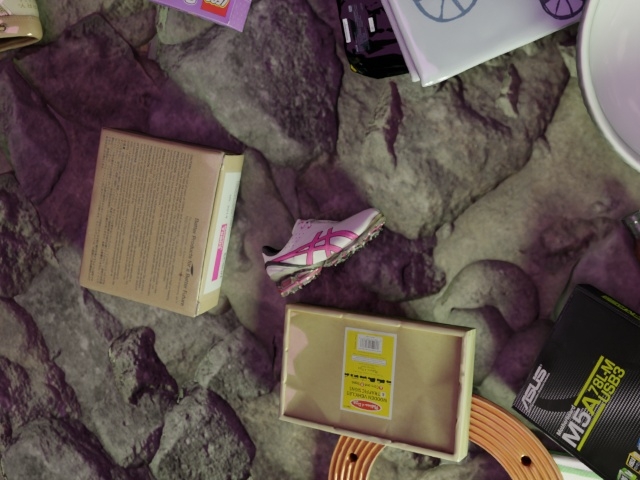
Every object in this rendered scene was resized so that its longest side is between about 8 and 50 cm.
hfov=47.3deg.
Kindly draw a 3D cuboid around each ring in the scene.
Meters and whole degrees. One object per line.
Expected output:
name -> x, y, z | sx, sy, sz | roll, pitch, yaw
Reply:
ring -> 0.167, 0.358, 0.985 | 0.336, 0.032, 0.337 | 4, 98, 26

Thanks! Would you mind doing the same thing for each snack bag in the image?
snack bag -> 0.214, -0.393, 0.878 | 0.342, 0.037, 0.323 | -23, 89, 0

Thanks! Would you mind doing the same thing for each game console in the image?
game console -> 0.114, -0.401, 0.938 | 0.213, 0.044, 0.362 | -8, 94, 15

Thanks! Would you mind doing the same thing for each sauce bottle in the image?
sauce bottle -> 0.413, 0.024, 0.897 | 0.042, 0.042, 0.128 | -30, 89, 16

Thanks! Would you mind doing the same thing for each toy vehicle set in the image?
toy vehicle set -> 0.069, 0.181, 0.978 | 0.266, 0.035, 0.166 | 6, 94, 28

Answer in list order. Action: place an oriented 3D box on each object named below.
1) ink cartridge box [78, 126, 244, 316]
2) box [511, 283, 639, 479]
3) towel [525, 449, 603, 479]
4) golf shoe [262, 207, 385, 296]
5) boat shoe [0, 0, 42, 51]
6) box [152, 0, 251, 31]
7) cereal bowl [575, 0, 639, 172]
ink cartridge box -> -0.228, -0.030, 1.047 | 0.193, 0.088, 0.235 | 14, 99, 12
box -> 0.348, 0.178, 0.878 | 0.184, 0.045, 0.191 | 37, 115, 36
towel -> 0.365, 0.444, 0.958 | 0.247, 0.038, 0.325 | 5, 97, 14
golf shoe -> 0.000, 0.000, 0.997 | 0.186, 0.067, 0.086 | -32, 85, 17
boat shoe -> -0.580, -0.299, 1.100 | 0.341, 0.121, 0.110 | -16, 91, 15
box -> -0.215, -0.435, 1.017 | 0.293, 0.057, 0.201 | 22, 101, 12
cereal bowl -> 0.453, -0.214, 0.804 | 0.338, 0.141, 0.339 | 2, 99, 12
